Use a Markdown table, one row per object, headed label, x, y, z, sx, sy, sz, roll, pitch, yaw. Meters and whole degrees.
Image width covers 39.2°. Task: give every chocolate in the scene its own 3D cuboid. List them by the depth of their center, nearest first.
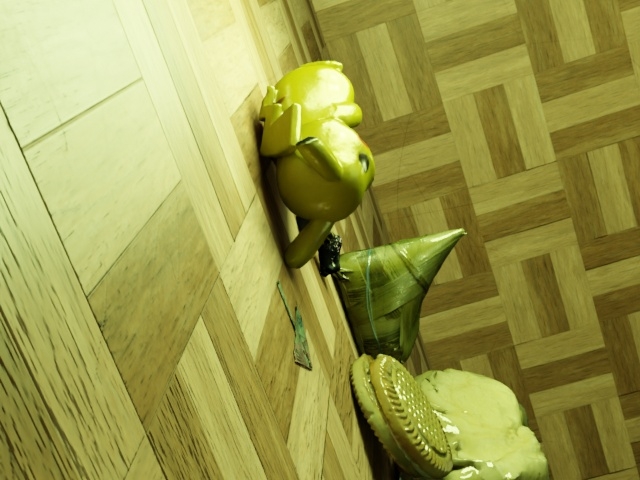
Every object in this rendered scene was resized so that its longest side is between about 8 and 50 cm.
| label | x | y | z | sx | sy | sz | roll | pitch | yaw |
| --- | --- | --- | --- | --- | --- | --- | --- | --- | --- |
| chocolate | 0.002 | -0.003 | 1.587 | 0.070 | 0.072 | 0.147 | 31 | -24 | 29 |

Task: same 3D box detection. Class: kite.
| label | x | y | z | sx | sy | sz | roll | pitch | yaw |
| --- | --- | --- | --- | --- | --- | --- | --- | --- | --- |
| kite | -0.034 | 0.125 | 1.264 | 0.137 | 0.005 | 0.153 | -93 | 163 | -60 |

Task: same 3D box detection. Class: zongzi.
| label | x | y | z | sx | sy | sz | roll | pitch | yaw |
| --- | --- | --- | --- | --- | --- | --- | --- | --- | --- |
| zongzi | 0.182 | 0.116 | 1.756 | 0.125 | 0.274 | 0.251 | -61 | 134 | -68 |

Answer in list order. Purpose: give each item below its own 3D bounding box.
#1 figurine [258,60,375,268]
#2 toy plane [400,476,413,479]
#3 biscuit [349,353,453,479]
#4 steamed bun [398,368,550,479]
| label | x | y | z | sx | sy | sz | roll | pitch | yaw |
| --- | --- | --- | --- | --- | --- | --- | --- | --- | --- |
| figurine | -0.009 | -0.146 | 1.392 | 0.218 | 0.169 | 0.327 | 97 | -17 | -44 |
| toy plane | 0.162 | 0.541 | 1.484 | 0.212 | 0.088 | 0.268 | -61 | 142 | -76 |
| biscuit | 0.146 | 0.315 | 1.621 | 0.259 | 0.079 | 0.259 | 52 | 14 | -19 |
| steamed bun | 0.294 | 0.430 | 1.845 | 0.372 | 0.324 | 0.230 | -113 | -140 | -56 |
